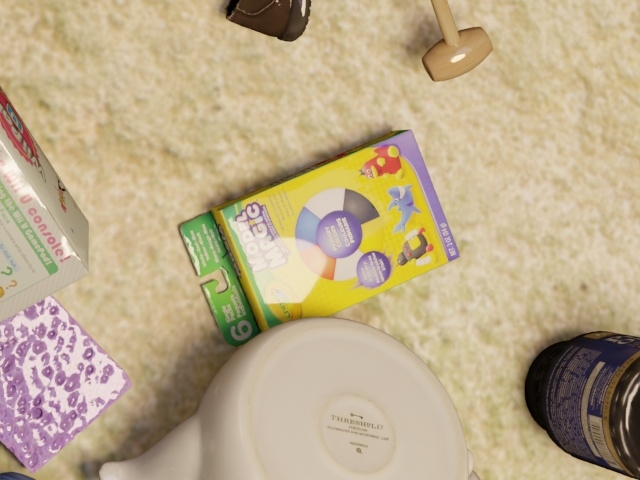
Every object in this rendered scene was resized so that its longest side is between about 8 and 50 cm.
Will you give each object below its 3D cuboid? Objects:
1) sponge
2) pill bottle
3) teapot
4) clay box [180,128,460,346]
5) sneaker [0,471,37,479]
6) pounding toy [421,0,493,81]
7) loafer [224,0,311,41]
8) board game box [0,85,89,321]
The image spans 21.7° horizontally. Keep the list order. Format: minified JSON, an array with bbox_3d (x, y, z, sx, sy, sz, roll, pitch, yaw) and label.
[{"bbox_3d":[-0.271,0.085,1.416,0.117,0.031,0.210,-44,104,-11],"label":"sponge"},{"bbox_3d":[0.268,0.144,1.487,0.123,0.219,0.122,-1,92,-18],"label":"pill bottle"},{"bbox_3d":[-0.006,0.199,1.429,0.256,0.187,0.252,47,51,3],"label":"teapot"},{"bbox_3d":[0.000,0.000,1.486,0.222,0.053,0.127,-24,98,-16],"label":"clay box"},{"bbox_3d":[-0.161,0.283,1.432,0.296,0.112,0.131,38,42,-2],"label":"sneaker"},{"bbox_3d":[0.125,-0.288,1.461,0.154,0.155,0.269,-21,98,-11],"label":"pounding toy"},{"bbox_3d":[-0.048,-0.284,1.447,0.078,0.080,0.220,0,92,-18],"label":"loafer"},{"bbox_3d":[-0.350,-0.011,1.194,0.303,0.097,0.224,-27,116,5],"label":"board game box"}]
